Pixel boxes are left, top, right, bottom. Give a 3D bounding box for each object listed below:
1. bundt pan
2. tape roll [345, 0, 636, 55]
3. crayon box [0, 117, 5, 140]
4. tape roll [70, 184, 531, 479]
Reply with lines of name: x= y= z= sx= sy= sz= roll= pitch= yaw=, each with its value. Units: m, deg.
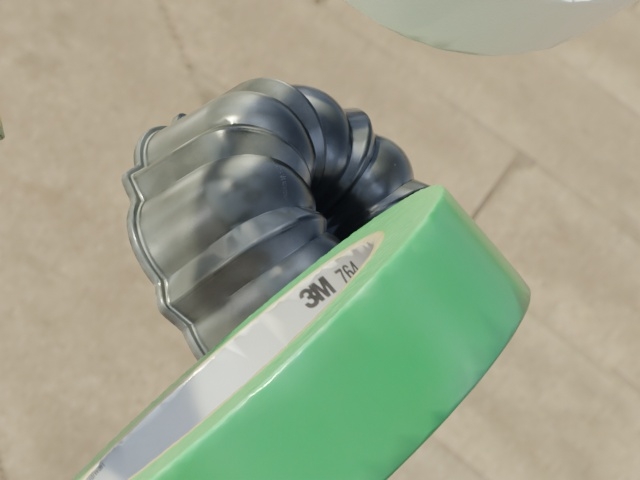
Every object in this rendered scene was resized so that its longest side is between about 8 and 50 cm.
bundt pan: x=0.000 y=0.000 z=1.637 sx=0.331 sy=0.124 sz=0.331 roll=33 pitch=35 yaw=-28
tape roll: x=0.098 y=-0.250 z=1.083 sx=0.286 sy=0.100 sz=0.286 roll=5 pitch=76 yaw=-21
crayon box: x=-0.457 y=-0.159 z=1.909 sx=0.081 sy=0.278 sz=0.165 roll=52 pitch=28 yaw=-86
tape roll: x=-0.032 y=0.101 z=1.065 sx=0.077 sy=0.321 sz=0.321 roll=49 pitch=31 yaw=-5
